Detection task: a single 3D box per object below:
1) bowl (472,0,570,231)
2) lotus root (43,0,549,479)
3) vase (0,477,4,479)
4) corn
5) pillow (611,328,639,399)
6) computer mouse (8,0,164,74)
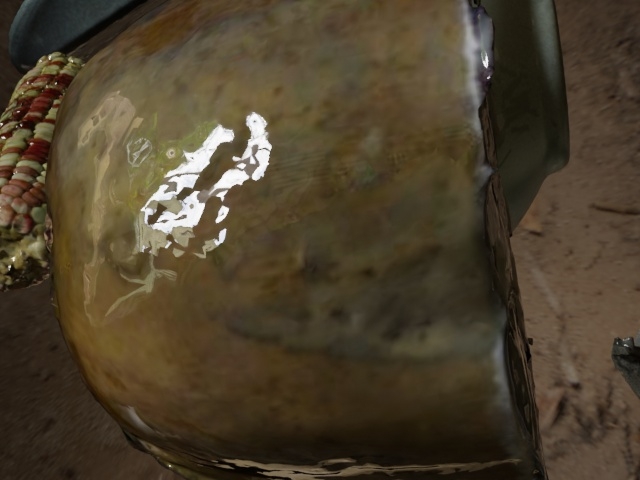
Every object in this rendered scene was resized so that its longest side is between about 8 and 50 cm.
[{"bbox_3d":[0.086,-0.098,0.838,0.146,0.313,0.313,-5,90,7],"label":"bowl"},{"bbox_3d":[0.000,0.000,0.519,0.192,0.272,0.272,-15,91,6],"label":"lotus root"},{"bbox_3d":[-0.404,0.344,1.183,0.143,0.143,0.299,23,76,-3],"label":"vase"},{"bbox_3d":[-0.208,-0.062,0.957,0.086,0.253,0.086,1,126,1],"label":"corn"},{"bbox_3d":[0.262,0.075,0.812,0.169,0.255,0.059,38,119,6],"label":"pillow"},{"bbox_3d":[-0.221,-0.317,1.455,0.374,0.203,0.114,-31,100,23],"label":"computer mouse"}]
